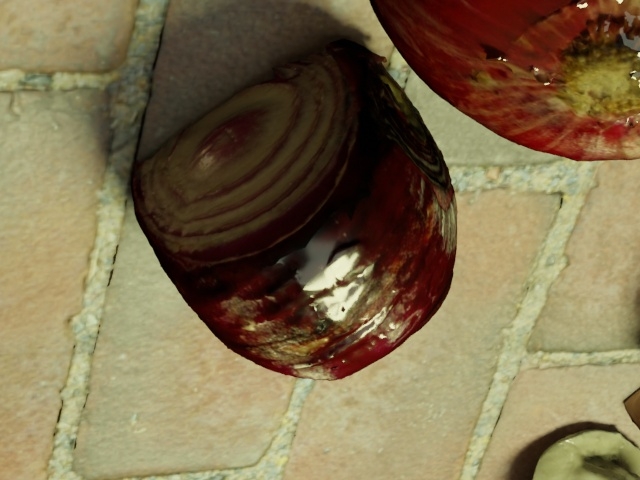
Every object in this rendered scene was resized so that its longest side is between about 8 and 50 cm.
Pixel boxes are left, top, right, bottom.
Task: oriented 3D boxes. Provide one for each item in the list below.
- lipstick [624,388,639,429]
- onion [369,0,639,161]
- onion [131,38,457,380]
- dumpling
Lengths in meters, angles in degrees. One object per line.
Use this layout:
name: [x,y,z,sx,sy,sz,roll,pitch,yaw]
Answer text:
lipstick: [0.352,0.189,1.656,0.045,0.045,0.145,-43,131,10]
onion: [0.180,-0.196,1.071,0.341,0.341,0.341,-13,132,-15]
onion: [0.002,0.004,1.236,0.216,0.207,0.206,-32,131,12]
dumpling: [0.266,0.252,1.648,0.177,0.092,0.150,3,113,-20]
